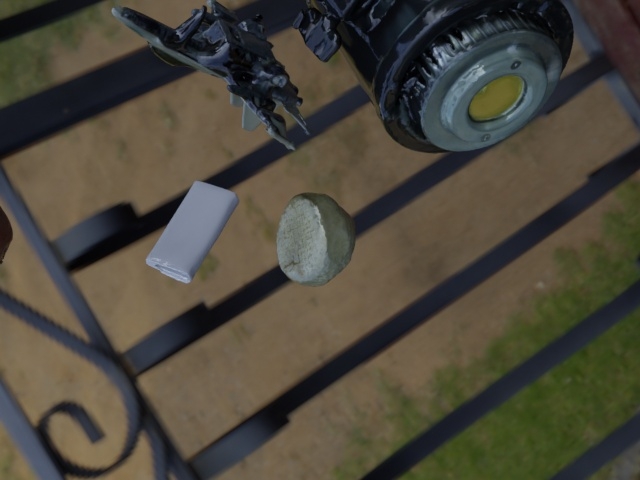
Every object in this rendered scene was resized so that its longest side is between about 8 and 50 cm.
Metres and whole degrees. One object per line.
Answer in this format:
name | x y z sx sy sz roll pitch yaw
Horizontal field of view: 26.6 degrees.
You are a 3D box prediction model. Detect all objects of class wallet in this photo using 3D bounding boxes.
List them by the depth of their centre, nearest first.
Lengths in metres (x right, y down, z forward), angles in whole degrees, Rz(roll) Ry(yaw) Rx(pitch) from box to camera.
wallet | -0.145 -0.011 1.543 0.061 0.122 0.025 22 151 14

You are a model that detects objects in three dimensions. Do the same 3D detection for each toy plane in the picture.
toy plane | -0.095 -0.180 1.296 0.088 0.262 0.192 -34 59 15

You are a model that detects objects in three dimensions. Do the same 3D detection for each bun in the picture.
bun | 0.000 0.000 1.199 0.086 0.055 0.086 -8 80 54

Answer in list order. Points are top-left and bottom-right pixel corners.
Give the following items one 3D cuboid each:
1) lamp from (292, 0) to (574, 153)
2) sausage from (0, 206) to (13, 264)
lamp | 0.120 -0.218 1.324 0.272 0.374 0.205 51 120 18
sausage | -0.519 -0.132 1.639 0.088 0.088 0.433 -5 132 48
